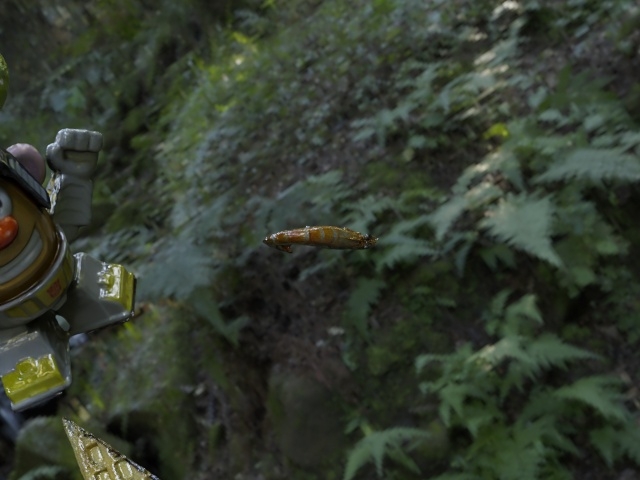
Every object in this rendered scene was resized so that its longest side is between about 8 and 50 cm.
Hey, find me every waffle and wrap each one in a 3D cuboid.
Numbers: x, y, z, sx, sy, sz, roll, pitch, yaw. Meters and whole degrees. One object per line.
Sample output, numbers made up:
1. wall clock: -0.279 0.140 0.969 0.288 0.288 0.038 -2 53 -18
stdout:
1. waffle: -0.168 0.204 0.963 0.097 0.152 0.023 -30 -29 2

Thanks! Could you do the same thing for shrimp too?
1. shrimp: 0.000 0.000 1.160 0.127 0.025 0.091 4 -9 -26

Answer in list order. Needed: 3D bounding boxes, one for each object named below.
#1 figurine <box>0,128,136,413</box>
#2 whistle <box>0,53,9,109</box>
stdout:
1. figurine: -0.317 0.012 1.048 0.143 0.308 0.308 -6 22 30
2. whistle: -0.403 -0.141 1.084 0.198 0.104 0.057 -18 -18 15
